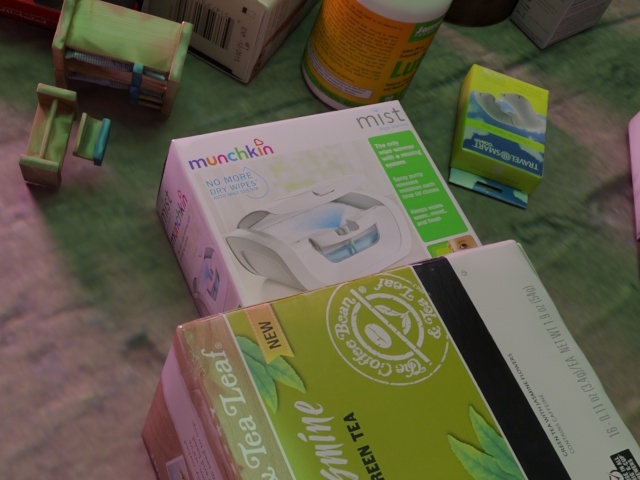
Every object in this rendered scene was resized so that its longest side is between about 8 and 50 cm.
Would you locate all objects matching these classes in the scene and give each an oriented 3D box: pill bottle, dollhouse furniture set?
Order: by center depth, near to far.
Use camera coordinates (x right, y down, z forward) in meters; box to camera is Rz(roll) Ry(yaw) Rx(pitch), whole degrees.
[{"bbox_3d":[-0.222,-0.136,0.971,0.129,0.129,0.183,14,78,-11],"label":"dollhouse furniture set"},{"bbox_3d":[0.073,-0.270,1.069,0.137,0.245,0.136,9,55,-13],"label":"pill bottle"}]

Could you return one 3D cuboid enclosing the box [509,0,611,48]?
[{"bbox_3d":[0.352,-0.352,1.292,0.126,0.137,0.072,-27,68,-32],"label":"box"}]

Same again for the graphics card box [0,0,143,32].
[{"bbox_3d":[-0.278,-0.423,1.036,0.233,0.094,0.370,15,86,-9],"label":"graphics card box"}]

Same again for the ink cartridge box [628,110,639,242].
[{"bbox_3d":[0.558,-0.040,1.155,0.310,0.130,0.271,16,54,-9],"label":"ink cartridge box"}]

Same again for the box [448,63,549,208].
[{"bbox_3d":[0.222,-0.132,1.156,0.109,0.042,0.178,19,52,-6],"label":"box"}]

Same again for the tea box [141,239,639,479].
[{"bbox_3d":[0.068,0.215,0.749,0.324,0.220,0.329,-14,63,-26],"label":"tea box"}]

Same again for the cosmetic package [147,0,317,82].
[{"bbox_3d":[-0.070,-0.350,1.150,0.153,0.129,0.296,31,53,5],"label":"cosmetic package"}]

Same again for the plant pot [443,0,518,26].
[{"bbox_3d":[0.218,-0.449,1.254,0.216,0.230,0.215,9,54,-13],"label":"plant pot"}]

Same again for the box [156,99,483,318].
[{"bbox_3d":[0.000,0.000,0.937,0.262,0.126,0.231,-13,64,-25],"label":"box"}]
